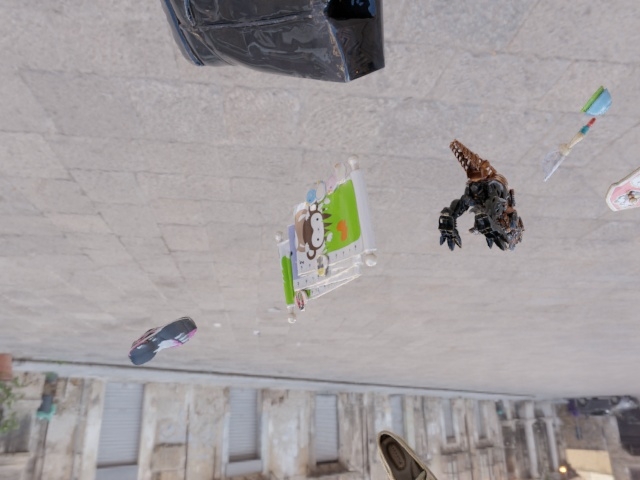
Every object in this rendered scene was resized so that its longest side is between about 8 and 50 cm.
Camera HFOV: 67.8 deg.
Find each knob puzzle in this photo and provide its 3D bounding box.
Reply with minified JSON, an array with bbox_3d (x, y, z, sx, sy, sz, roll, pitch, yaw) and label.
[{"bbox_3d":[0.831,-0.122,1.223,0.213,0.030,0.213,-2,152,-1],"label":"knob puzzle"}]

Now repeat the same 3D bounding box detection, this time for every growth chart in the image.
[{"bbox_3d":[0.000,0.000,0.678,0.021,0.172,0.237,2,153,-35],"label":"growth chart"}]

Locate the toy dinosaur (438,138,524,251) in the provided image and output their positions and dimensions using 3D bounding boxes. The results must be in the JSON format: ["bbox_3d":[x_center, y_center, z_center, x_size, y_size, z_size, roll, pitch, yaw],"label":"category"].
[{"bbox_3d":[0.375,-0.089,1.115,0.322,0.218,0.164,41,151,-8],"label":"toy dinosaur"}]

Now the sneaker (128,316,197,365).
[{"bbox_3d":[-0.413,0.244,1.231,0.178,0.072,0.077,-24,-156,-18],"label":"sneaker"}]

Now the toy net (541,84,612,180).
[{"bbox_3d":[0.589,-0.246,1.116,0.232,0.045,0.122,-56,166,20],"label":"toy net"}]

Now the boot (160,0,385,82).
[{"bbox_3d":[-0.121,-0.418,0.690,0.445,0.146,0.367,28,152,46],"label":"boot"}]

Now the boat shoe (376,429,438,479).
[{"bbox_3d":[0.226,0.574,1.091,0.109,0.302,0.098,-34,142,-5],"label":"boat shoe"}]
